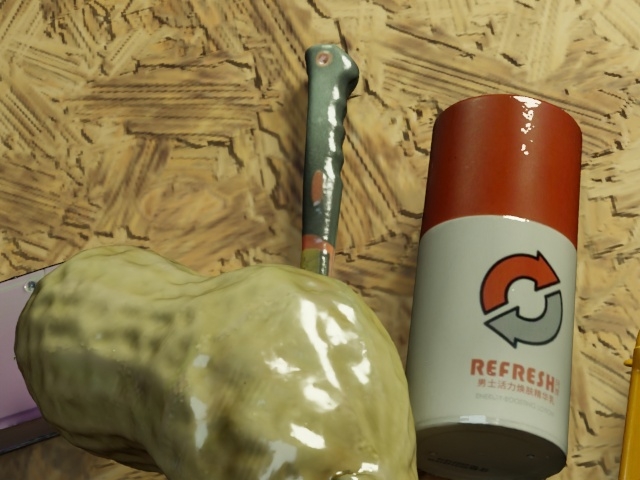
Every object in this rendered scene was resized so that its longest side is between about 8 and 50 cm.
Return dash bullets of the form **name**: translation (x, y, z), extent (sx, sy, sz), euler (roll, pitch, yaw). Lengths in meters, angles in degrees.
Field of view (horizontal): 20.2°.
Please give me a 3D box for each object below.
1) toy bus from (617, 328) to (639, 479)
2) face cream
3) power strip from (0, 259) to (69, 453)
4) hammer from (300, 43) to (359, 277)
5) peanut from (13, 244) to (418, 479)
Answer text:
- **toy bus**: translation (0.203, 0.120, 0.978), extent (0.083, 0.088, 0.194), euler (1, 63, 20)
- **face cream**: translation (0.103, 0.027, 1.058), extent (0.096, 0.096, 0.214), euler (-2, 62, 18)
- **power strip**: translation (-0.237, 0.091, 1.171), extent (0.279, 0.037, 0.109), euler (-18, 59, 8)
- **hammer**: translation (0.000, 0.000, 1.146), extent (0.111, 0.033, 0.287), euler (-4, 61, 16)
- **peanut**: translation (-0.050, 0.082, 1.005), extent (0.159, 0.143, 0.291), euler (-46, 44, -17)
